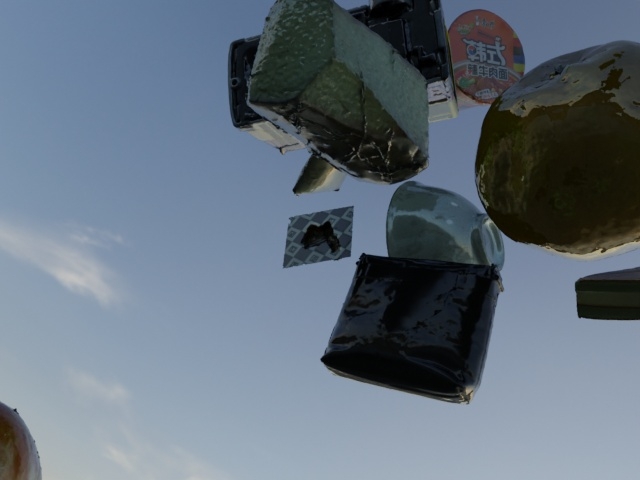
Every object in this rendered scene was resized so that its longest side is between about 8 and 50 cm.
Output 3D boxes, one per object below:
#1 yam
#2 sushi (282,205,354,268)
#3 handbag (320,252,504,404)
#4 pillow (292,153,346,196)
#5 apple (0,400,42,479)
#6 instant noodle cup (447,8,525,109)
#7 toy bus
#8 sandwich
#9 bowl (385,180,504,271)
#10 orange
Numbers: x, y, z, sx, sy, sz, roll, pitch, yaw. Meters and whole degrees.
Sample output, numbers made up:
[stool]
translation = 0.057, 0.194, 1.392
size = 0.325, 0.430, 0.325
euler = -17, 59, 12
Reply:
[yam]
translation = 0.020, -0.217, 0.831
size = 0.201, 0.202, 0.271
euler = -9, -23, 34
[sushi]
translation = 0.000, 0.000, 0.960
size = 0.126, 0.120, 0.026
euler = -10, -42, 18
[handbag]
translation = 0.138, 0.119, 0.850
size = 0.247, 0.223, 0.080
euler = 6, -31, 29
[pillow]
translation = 0.048, -0.237, 1.436
size = 0.075, 0.185, 0.302
euler = 48, -55, 27
[apple]
translation = -0.399, 0.253, 0.572
size = 0.173, 0.195, 0.160
euler = 54, 5, 16
[instant noodle cup]
translation = 0.394, -0.465, 1.506
size = 0.250, 0.250, 0.192
euler = 46, -16, -11
[toy bus]
translation = 0.050, -0.333, 1.148
size = 0.440, 0.209, 0.249
euler = -9, -12, 19
[sandwich]
translation = 0.768, 0.132, 1.426
size = 0.187, 0.144, 0.117
euler = -3, -80, 33
[bowl]
translation = 0.270, 0.017, 1.082
size = 0.146, 0.313, 0.313
euler = -14, -60, 35
[orange]
translation = 0.328, -0.111, 0.682
size = 0.279, 0.279, 0.235
euler = -4, -55, 38
